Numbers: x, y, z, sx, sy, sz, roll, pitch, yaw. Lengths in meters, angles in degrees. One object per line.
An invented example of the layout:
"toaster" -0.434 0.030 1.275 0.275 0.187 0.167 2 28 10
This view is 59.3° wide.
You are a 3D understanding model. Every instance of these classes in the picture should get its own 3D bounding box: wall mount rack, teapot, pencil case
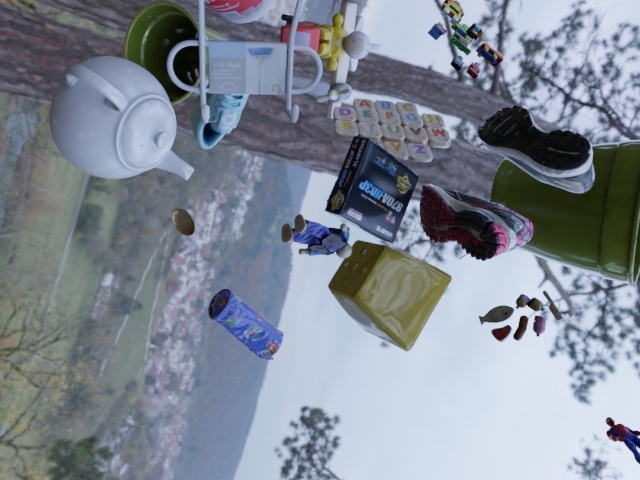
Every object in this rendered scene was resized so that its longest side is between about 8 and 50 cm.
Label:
"wall mount rack" -0.151 -0.407 1.201 0.130 0.350 0.304 -115 -154 -58
"teapot" -0.372 -0.224 1.081 0.256 0.187 0.252 -33 141 -52
"pencil case" -0.265 0.300 1.987 0.133 0.306 0.119 -40 -149 7

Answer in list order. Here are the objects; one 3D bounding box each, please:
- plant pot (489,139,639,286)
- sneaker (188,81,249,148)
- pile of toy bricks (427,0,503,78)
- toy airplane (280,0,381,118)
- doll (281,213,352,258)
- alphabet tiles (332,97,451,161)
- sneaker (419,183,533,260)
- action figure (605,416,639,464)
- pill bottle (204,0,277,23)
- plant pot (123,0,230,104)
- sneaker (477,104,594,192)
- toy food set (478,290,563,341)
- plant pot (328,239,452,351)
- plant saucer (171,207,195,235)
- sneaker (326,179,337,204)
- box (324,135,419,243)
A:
"plant pot" 0.641 -0.090 1.453 0.366 0.353 0.366 -21 115 -54
"sneaker" -0.255 -0.384 1.583 0.366 0.135 0.150 -39 -120 50
"pile of toy bricks" 0.385 -0.540 1.494 0.118 0.212 0.105 -39 -163 51
"toy airplane" 0.076 -0.659 1.885 0.384 0.272 0.386 -50 136 -12
"doll" 0.000 0.000 1.189 0.129 0.189 0.046 -34 -124 29
"alphabet tiles" 0.174 -0.282 1.390 0.278 0.284 0.021 -91 -174 -49
"sneaker" 0.308 -0.041 1.179 0.299 0.112 0.120 -138 -140 -56
"action figure" 0.404 0.260 0.729 0.115 0.038 0.030 -113 -174 -83
"pill bottle" -0.267 -0.678 1.261 0.408 0.229 0.229 12 94 -63
"plant pot" -0.382 -0.534 1.653 0.254 0.276 0.276 -24 133 -63
"sneaker" 0.392 -0.165 1.042 0.100 0.108 0.271 -41 -141 4
"toy food set" 0.334 0.132 0.939 0.019 0.122 0.078 45 20 -60
"plant pot" 0.148 0.113 1.376 0.212 0.187 0.212 -58 -155 -9
"plant saucer" -0.371 -0.053 1.538 0.015 0.083 0.083 -43 157 -48
"sneaker" 0.092 -0.119 1.815 0.292 0.118 0.110 -1 113 -85
"box" 0.120 -0.108 1.251 0.220 0.051 0.175 25 86 -49
